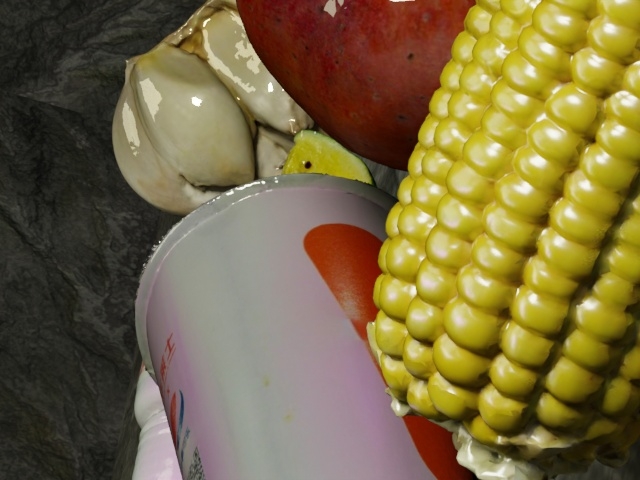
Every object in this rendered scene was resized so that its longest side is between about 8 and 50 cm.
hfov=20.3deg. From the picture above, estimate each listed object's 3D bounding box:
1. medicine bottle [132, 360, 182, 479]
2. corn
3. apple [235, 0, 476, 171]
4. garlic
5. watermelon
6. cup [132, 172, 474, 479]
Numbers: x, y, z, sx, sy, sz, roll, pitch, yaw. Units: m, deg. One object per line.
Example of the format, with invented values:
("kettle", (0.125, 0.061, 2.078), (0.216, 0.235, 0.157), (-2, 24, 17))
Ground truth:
("medicine bottle", (-0.066, 0.107, 1.416), (0.152, 0.152, 0.254), (120, 162, -56))
("corn", (0.126, -0.091, 0.671), (0.144, 0.144, 0.387), (-111, 38, -74))
("apple", (0.063, -0.144, 0.927), (0.234, 0.234, 0.234), (-164, 90, -80))
("garlic", (-0.065, -0.130, 1.727), (0.281, 0.203, 0.184), (-40, -20, -5))
("watermelon", (0.008, -0.002, 1.367), (0.075, 0.092, 0.181), (-36, 29, 53))
("cup", (0.002, 0.115, 0.977), (0.288, 0.203, 0.203), (-103, 30, -60))
